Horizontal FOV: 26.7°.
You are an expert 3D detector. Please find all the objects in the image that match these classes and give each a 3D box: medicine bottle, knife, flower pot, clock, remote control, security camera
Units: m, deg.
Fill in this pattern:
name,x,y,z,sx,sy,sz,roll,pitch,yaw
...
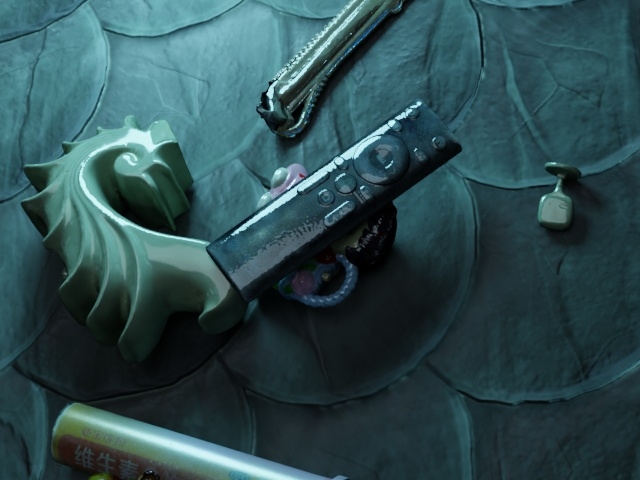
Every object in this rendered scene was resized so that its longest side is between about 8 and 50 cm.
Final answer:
name,x,y,z,sx,sy,sz,roll,pitch,yaw
medicine bottle,-0.169,0.321,1.846,0.425,0.108,0.108,12,70,22
knife,0.031,-0.305,2.116,0.089,0.043,0.365,43,78,-6
flower pot,-0.280,0.001,1.988,0.254,0.165,0.368,-24,62,-4
clock,0.000,0.000,1.951,0.195,0.100,0.194,21,77,25
remote control,0.020,-0.059,1.892,0.377,0.044,0.107,-35,72,-9
security camera,0.336,-0.060,1.920,0.058,0.058,0.092,13,81,20

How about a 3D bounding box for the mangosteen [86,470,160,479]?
name,x,y,z,sx,sy,sz,roll,pitch,yaw
mangosteen,-0.264,0.392,1.774,0.194,0.194,0.231,28,102,24
